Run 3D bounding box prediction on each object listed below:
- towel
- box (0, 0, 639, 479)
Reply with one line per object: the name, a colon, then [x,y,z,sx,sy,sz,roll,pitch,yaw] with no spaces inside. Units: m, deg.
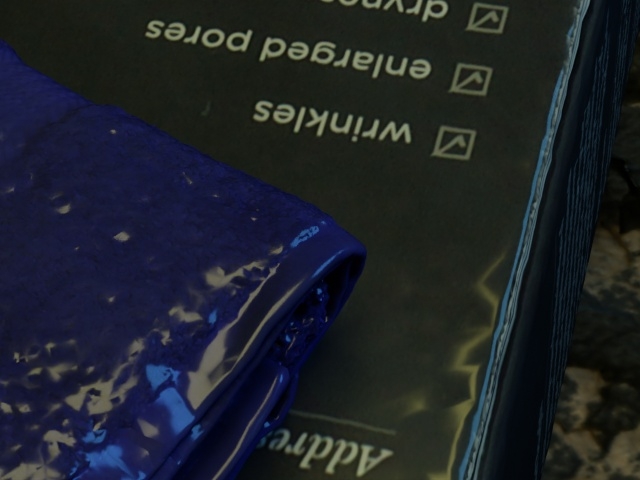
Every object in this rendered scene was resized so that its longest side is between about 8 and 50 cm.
towel: [-0.168,0.019,0.609,0.308,0.076,0.227,31,59,22]
box: [-0.116,-0.046,0.851,0.480,0.297,0.472,11,57,11]
